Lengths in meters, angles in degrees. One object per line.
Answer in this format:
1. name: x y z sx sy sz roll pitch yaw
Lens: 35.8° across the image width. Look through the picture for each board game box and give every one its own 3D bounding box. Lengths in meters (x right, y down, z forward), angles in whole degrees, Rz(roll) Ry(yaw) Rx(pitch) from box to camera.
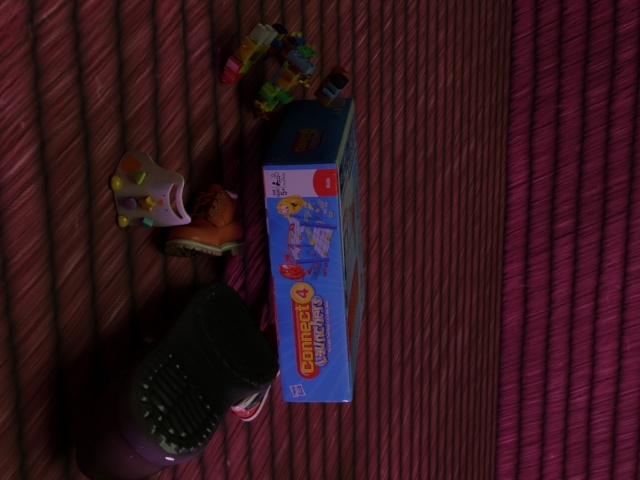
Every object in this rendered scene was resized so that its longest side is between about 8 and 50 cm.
1. board game box: 0.000 0.000 1.267 0.308 0.086 0.302 -75 163 -68

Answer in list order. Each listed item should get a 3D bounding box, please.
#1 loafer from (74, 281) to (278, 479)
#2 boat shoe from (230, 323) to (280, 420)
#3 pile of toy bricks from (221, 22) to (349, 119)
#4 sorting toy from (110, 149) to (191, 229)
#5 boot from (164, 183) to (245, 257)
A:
1. loafer: -0.155 0.144 1.043 0.134 0.130 0.366 59 18 0
2. boat shoe: -0.081 0.164 1.279 0.137 0.049 0.043 -67 149 -26
3. pile of toy bricks: -0.048 -0.196 1.232 0.105 0.118 0.212 -49 176 16
4. sorting toy: -0.166 -0.043 0.995 0.045 0.075 0.083 -48 137 -55
5. boot: -0.131 -0.021 1.113 0.158 0.059 0.084 -13 104 -75
